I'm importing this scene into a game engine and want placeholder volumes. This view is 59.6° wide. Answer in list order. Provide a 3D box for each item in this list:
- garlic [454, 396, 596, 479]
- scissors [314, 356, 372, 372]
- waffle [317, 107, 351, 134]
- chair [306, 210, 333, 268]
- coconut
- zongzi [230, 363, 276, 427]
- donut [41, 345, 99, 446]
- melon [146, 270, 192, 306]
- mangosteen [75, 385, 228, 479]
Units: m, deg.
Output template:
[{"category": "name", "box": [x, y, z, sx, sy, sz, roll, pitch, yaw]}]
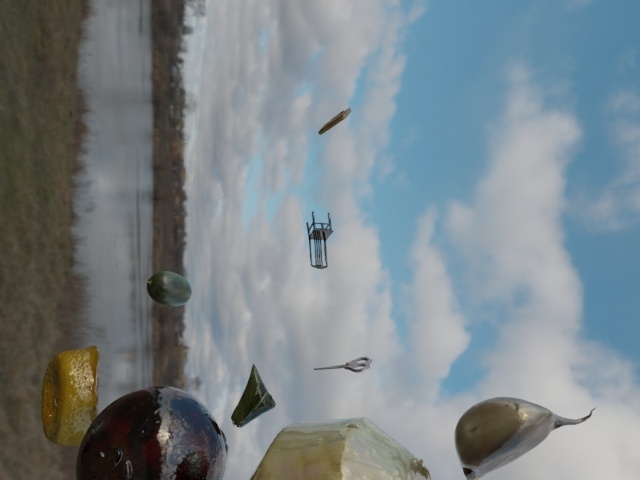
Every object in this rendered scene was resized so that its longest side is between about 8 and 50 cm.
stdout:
[{"category": "garlic", "box": [0.355, 0.342, 1.016, 0.267, 0.148, 0.128, -32, -114, 25]}, {"category": "scissors", "box": [0.070, 0.402, 1.784, 0.100, 0.189, 0.015, -46, 127, -73]}, {"category": "waffle", "box": [0.054, -0.437, 2.032, 0.135, 0.021, 0.092, -27, -162, 38]}, {"category": "chair", "box": [0.000, 0.000, 2.241, 0.101, 0.084, 0.212, 122, -34, -56]}, {"category": "coconut", "box": [0.003, 0.460, 0.899, 0.353, 0.353, 0.352, 179, -90, -73]}, {"category": "zongzi", "box": [-0.169, 0.351, 1.256, 0.052, 0.104, 0.113, -2, -65, 64]}, {"category": "donut", "box": [-0.686, 0.428, 1.534, 0.278, 0.109, 0.277, -12, -106, 49]}, {"category": "melon", "box": [-0.510, 0.163, 1.874, 0.114, 0.167, 0.114, -20, -122, 35]}, {"category": "mangosteen", "box": [-0.323, 0.441, 1.112, 0.311, 0.311, 0.311, 179, -90, -73]}]
